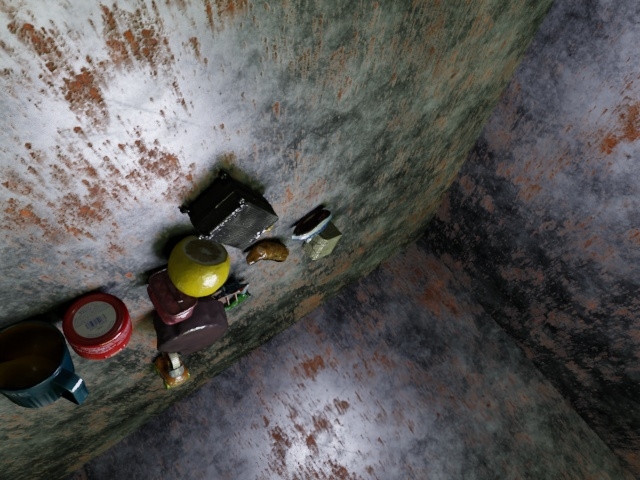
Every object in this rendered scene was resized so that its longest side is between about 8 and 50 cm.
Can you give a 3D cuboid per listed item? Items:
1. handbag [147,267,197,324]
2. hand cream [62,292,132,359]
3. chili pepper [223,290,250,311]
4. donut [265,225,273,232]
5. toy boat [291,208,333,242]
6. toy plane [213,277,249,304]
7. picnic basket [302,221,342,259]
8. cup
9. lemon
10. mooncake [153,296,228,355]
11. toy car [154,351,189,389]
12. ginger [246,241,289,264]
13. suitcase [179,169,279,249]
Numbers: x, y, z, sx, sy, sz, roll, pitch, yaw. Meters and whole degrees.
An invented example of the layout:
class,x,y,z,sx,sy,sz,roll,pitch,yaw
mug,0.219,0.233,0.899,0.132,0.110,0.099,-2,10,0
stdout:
class,x,y,z,sx,sy,sz,roll,pitch,yaw
handbag,-0.618,0.228,1.663,0.146,0.225,0.135,-23,163,-39
hand cream,-0.832,0.321,1.503,0.230,0.230,0.149,-25,159,-30
chili pepper,-0.521,0.373,2.378,0.227,0.059,0.088,-38,164,6
donut,-0.260,-0.062,1.901,0.083,0.038,0.067,-23,158,-38
toy boat,-0.040,-0.072,2.125,0.262,0.114,0.115,-40,147,-5
toy plane,-0.453,0.257,2.135,0.223,0.104,0.326,-23,171,-36
picnic basket,0.000,0.000,2.331,0.154,0.134,0.196,-24,156,-41
cup,-1.010,0.462,1.459,0.308,0.242,0.292,6,144,-21
lemon,-0.490,0.116,1.605,0.240,0.240,0.219,-14,140,-47
mooncake,-0.653,0.431,2.039,0.351,0.212,0.381,-15,156,-18
toy car,-0.875,0.730,2.355,0.145,0.235,0.235,-21,154,-39
ginger,-0.259,0.062,2.085,0.133,0.107,0.309,-21,169,25
suitcase,-0.332,-0.101,1.550,0.230,0.152,0.335,-40,162,9
